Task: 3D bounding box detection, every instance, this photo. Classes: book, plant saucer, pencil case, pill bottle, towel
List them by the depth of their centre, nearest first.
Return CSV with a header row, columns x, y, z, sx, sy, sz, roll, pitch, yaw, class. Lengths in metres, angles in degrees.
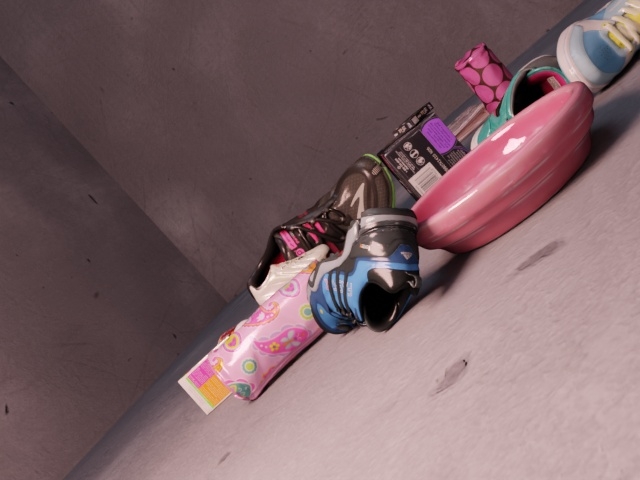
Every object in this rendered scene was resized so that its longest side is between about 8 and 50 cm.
x,y,z,sx,sy,sz,roll,pitch,yaw,class
0.264,-0.092,0.976,0.332,0.084,0.332,-41,5,4,plant saucer
-0.065,0.160,1.201,0.284,0.124,0.124,-41,4,-4,pencil case
-0.217,0.284,1.418,0.144,0.096,0.035,-41,4,1,book
0.401,-0.356,1.558,0.095,0.209,0.098,-50,19,-24,pencil case
-0.182,0.240,1.615,0.086,0.086,0.152,-45,5,-39,pill bottle
0.435,-0.352,2.265,0.317,0.053,0.332,-41,5,4,towel

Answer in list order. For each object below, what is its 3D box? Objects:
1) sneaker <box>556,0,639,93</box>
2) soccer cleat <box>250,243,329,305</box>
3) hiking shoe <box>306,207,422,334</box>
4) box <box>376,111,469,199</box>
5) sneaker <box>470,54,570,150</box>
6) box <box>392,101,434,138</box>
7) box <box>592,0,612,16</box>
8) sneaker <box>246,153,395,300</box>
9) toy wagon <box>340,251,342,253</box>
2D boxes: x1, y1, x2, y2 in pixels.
x,y,z,sx,sy,sz,roll,pitch,yaw,class
0.547,-0.390,1.151,0.319,0.127,0.208,-46,4,-35,sneaker
-0.066,0.067,1.451,0.196,0.076,0.068,-42,5,0,soccer cleat
0.053,0.079,0.957,0.304,0.113,0.132,115,154,-54,hiking shoe
0.238,-0.180,1.529,0.143,0.165,0.270,-40,4,6,box
0.405,-0.275,1.237,0.295,0.124,0.178,-52,3,-23,sneaker
0.199,-0.259,1.441,0.083,0.018,0.067,-44,7,-35,box
0.765,-0.582,1.471,0.293,0.073,0.295,-40,4,13,box
0.000,0.000,1.606,0.482,0.185,0.202,-51,-19,23,sneaker
-0.052,0.157,1.427,0.267,0.068,0.344,-38,6,42,toy wagon
